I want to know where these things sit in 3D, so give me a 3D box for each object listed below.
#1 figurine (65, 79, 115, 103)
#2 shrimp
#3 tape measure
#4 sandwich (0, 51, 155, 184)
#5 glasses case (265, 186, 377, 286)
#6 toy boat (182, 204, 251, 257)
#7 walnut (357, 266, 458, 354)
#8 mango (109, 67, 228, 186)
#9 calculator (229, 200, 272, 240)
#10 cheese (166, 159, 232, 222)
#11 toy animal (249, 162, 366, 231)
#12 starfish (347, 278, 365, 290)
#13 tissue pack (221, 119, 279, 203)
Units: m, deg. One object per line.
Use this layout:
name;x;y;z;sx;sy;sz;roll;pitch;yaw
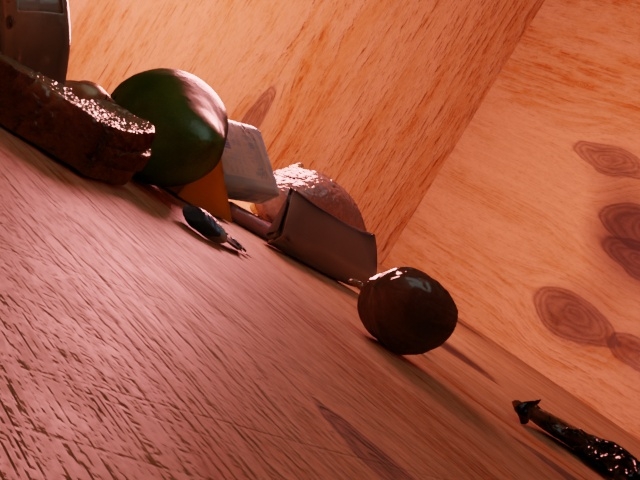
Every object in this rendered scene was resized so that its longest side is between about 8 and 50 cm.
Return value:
figurine;-0.427;-0.227;2.045;0.114;0.108;0.196;17;-1;-16
shrimp;0.419;0.323;1.882;0.222;0.054;0.290;32;-1;-17
tape measure;-0.489;-0.336;1.882;0.125;0.243;0.246;-2;23;-25
sandwich;-0.396;-0.190;1.734;0.288;0.099;0.254;31;9;5
glasses case;0.001;-0.002;2.461;0.083;0.128;0.308;0;-21;44
toy boat;-0.160;-0.004;1.838;0.149;0.034;0.105;44;-6;-26
walnut;0.137;0.111;1.827;0.162;0.140;0.140;42;-2;-25
mango;-0.269;-0.198;2.084;0.225;0.201;0.382;1;16;-22
calculator;-0.139;-0.035;2.482;0.175;0.032;0.100;30;3;-17
cheese;-0.233;-0.103;2.280;0.093;0.126;0.171;26;-20;37
toy animal;-0.024;-0.072;2.804;0.358;0.188;0.226;30;9;-38
starfish;0.123;0.126;2.162;0.176;0.053;0.208;42;6;10
tissue pack;-0.201;-0.172;2.494;0.263;0.089;0.177;6;63;-65
